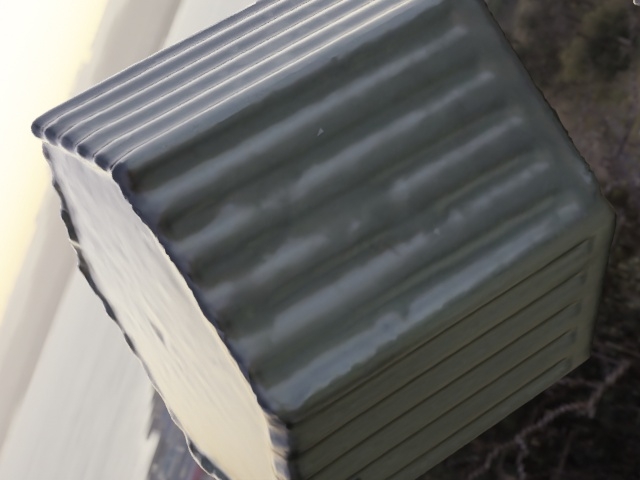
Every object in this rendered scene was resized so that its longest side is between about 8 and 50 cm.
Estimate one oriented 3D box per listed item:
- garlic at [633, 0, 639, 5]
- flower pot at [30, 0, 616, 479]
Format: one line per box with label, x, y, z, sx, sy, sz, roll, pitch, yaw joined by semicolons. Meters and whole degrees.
garlic;0.290;-0.232;0.784;0.292;0.210;0.237;-4;78;53
flower pot;0.000;0.000;0.619;0.189;0.239;0.209;-30;-3;-19
